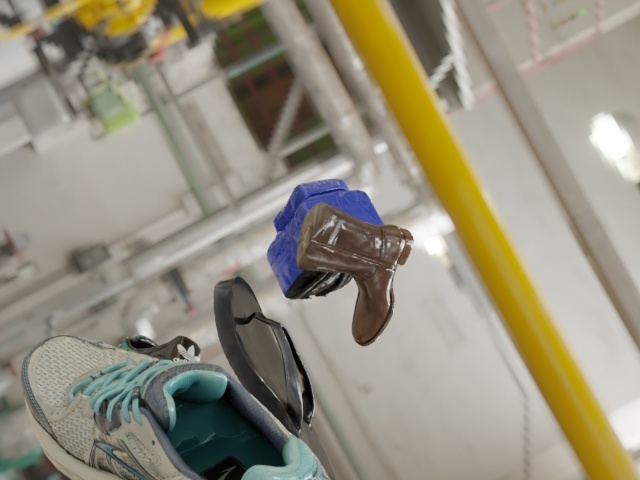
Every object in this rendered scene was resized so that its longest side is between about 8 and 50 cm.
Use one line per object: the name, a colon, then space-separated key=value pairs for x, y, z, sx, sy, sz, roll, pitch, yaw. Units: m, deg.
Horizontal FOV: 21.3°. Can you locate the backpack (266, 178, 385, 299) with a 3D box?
backpack: x=0.000 y=0.000 z=1.801 sx=0.101 sy=0.098 sz=0.120 roll=64 pitch=-38 yaw=29

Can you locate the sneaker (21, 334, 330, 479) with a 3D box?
sneaker: x=-0.090 y=0.112 z=1.078 sx=0.283 sy=0.110 sz=0.122 roll=26 pitch=-37 yaw=35

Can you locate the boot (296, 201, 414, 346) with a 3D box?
boot: x=0.016 y=0.028 z=1.342 sx=0.037 sy=0.106 sz=0.114 roll=22 pitch=6 yaw=42

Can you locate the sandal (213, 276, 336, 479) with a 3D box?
sandal: x=-0.030 y=0.147 z=1.647 sx=0.254 sy=0.054 sz=0.097 roll=65 pitch=16 yaw=-2

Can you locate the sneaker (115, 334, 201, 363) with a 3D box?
sneaker: x=-0.228 y=0.182 z=2.019 sx=0.108 sy=0.121 sz=0.302 roll=37 pitch=-27 yaw=-24
